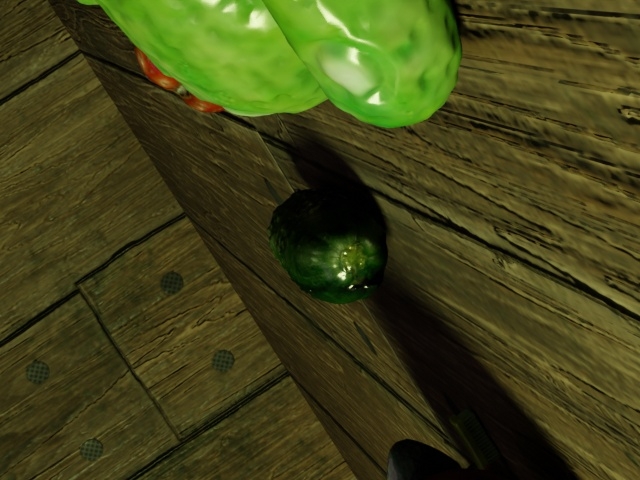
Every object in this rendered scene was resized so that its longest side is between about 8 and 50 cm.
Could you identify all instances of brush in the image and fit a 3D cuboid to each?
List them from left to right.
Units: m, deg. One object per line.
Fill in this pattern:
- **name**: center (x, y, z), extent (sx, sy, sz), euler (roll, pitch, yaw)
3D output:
- **brush**: center (0.118, 0.158, 1.192), extent (0.083, 0.021, 0.019), euler (63, 170, -13)

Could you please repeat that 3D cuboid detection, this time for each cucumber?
- **cucumber**: center (0.000, 0.000, 1.104), extent (0.069, 0.069, 0.227), euler (58, 175, -12)

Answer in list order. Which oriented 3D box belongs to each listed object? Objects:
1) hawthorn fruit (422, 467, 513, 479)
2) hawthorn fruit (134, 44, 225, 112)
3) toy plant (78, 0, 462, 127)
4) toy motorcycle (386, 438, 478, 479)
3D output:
- **hawthorn fruit**: center (0.090, 0.274, 1.010), extent (0.258, 0.262, 0.258), euler (19, 178, 1)
- **hawthorn fruit**: center (-0.056, -0.112, 0.902), extent (0.093, 0.093, 0.093), euler (55, 173, 10)
- **toy plant**: center (-0.088, -0.156, 0.623), extent (0.224, 0.184, 0.316), euler (15, 152, 52)
- **toy motorcycle**: center (0.145, 0.291, 1.287), extent (0.307, 0.108, 0.173), euler (60, 176, -30)
